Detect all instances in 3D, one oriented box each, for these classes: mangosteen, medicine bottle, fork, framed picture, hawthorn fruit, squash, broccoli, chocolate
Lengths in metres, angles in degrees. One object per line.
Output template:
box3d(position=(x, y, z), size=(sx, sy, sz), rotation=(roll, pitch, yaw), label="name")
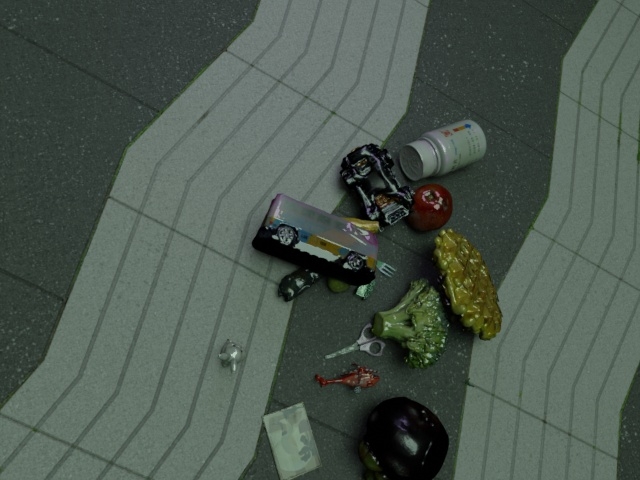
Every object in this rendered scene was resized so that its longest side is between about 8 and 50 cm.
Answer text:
box3d(position=(0.245, 0.625, 1.625), size=(0.233, 0.288, 0.288), rotation=(17, 65, 30), label="mangosteen")
box3d(position=(0.445, -0.326, 1.969), size=(0.292, 0.170, 0.170), rotation=(-21, 83, -22), label="medicine bottle")
box3d(position=(0.163, 0.040, 1.865), size=(0.235, 0.021, 0.039), rotation=(42, 64, -2), label="fork")
box3d(position=(-0.086, 0.610, 1.639), size=(0.135, 0.010, 0.201), rotation=(-14, 80, -21), label="framed picture")
box3d(position=(0.385, -0.117, 1.896), size=(0.172, 0.173, 0.173), rotation=(4, 74, -16), label="hawthorn fruit")
box3d(position=(0.108, 0.067, 1.797), size=(0.083, 0.083, 0.250), rotation=(37, 74, -5), label="squash")
box3d(position=(0.294, 0.260, 1.748), size=(0.245, 0.288, 0.248), rotation=(2, 112, -8), label="broccoli")
box3d(position=(0.085, -0.040, 1.785), size=(0.219, 0.085, 0.086), rotation=(1, 74, 11), label="chocolate")

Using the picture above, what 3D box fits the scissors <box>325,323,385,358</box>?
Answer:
box3d(position=(0.112, 0.348, 1.765), size=(0.212, 0.021, 0.110), rotation=(-16, 79, -22), label="scissors")

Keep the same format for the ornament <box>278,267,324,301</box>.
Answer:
box3d(position=(-0.108, 0.057, 1.745), size=(0.202, 0.080, 0.236), rotation=(-36, 91, -25), label="ornament")

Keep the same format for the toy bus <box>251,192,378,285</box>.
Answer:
box3d(position=(0.000, 0.000, 1.658), size=(0.386, 0.171, 0.162), rotation=(22, 68, -11), label="toy bus")

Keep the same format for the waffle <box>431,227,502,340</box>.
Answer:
box3d(position=(0.500, 0.141, 1.813), size=(0.382, 0.095, 0.380), rotation=(22, 50, -49), label="waffle")

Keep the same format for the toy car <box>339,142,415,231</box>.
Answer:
box3d(position=(0.193, -0.189, 1.849), size=(0.193, 0.118, 0.301), rotation=(-29, 81, 5), label="toy car")

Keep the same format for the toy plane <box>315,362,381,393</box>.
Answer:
box3d(position=(0.089, 0.442, 1.694), size=(0.194, 0.126, 0.077), rotation=(-12, 107, -21), label="toy plane")

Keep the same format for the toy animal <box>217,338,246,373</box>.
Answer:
box3d(position=(-0.262, 0.336, 1.596), size=(0.085, 0.124, 0.071), rotation=(-44, 96, -21), label="toy animal")

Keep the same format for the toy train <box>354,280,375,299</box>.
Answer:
box3d(position=(0.150, 0.158, 1.821), size=(0.053, 0.033, 0.083), rotation=(25, 69, -6), label="toy train")
